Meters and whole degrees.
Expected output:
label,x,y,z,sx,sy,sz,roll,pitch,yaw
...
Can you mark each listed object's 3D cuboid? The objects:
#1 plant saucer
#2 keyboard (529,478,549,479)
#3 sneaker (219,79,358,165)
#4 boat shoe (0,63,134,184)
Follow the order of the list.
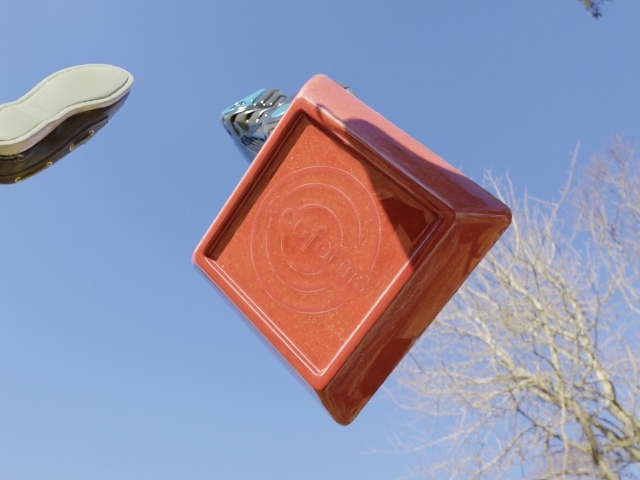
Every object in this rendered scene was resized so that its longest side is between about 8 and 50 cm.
label,x,y,z,sx,sy,sz,roll,pitch,yaw
plant saucer,0.000,0.000,0.571,0.259,0.258,0.048,-54,-26,12
keyboard,0.225,0.408,0.559,0.033,0.317,0.201,3,-44,-25
sneaker,-0.026,-0.138,0.832,0.125,0.341,0.139,-34,-65,-13
boat shoe,-0.314,-0.147,0.718,0.081,0.227,0.068,28,-47,10
